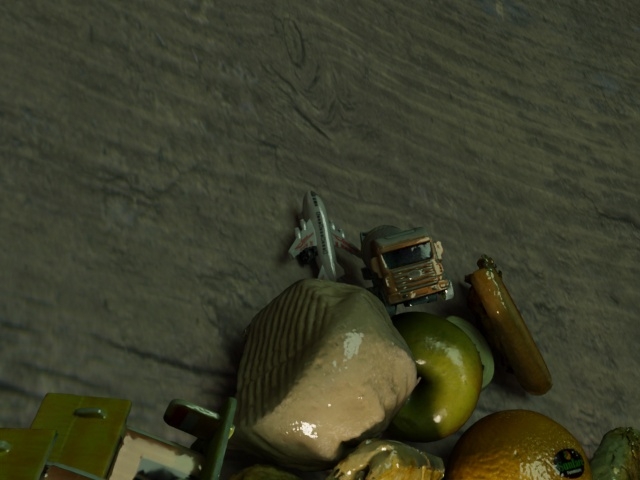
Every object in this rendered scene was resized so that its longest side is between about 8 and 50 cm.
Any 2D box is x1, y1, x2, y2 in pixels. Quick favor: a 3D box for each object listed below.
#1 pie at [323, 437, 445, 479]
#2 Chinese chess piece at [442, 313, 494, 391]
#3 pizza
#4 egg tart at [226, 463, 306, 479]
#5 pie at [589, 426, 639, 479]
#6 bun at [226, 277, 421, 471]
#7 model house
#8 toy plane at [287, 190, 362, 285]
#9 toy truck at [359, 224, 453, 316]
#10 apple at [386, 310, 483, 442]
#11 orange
[{"bbox_3d":[0.094,0.322,1.169,0.068,0.128,0.282,50,3,28],"label":"pie"},{"bbox_3d":[0.230,0.198,1.499,0.144,0.058,0.144,22,49,-27],"label":"Chinese chess piece"},{"bbox_3d":[0.318,0.137,1.580,0.289,0.081,0.228,57,13,-24],"label":"pizza"},{"bbox_3d":[-0.033,0.394,1.027,0.294,0.123,0.294,34,49,-51],"label":"egg tart"},{"bbox_3d":[0.514,0.467,1.471,0.371,0.078,0.296,-49,121,-50],"label":"pie"},{"bbox_3d":[0.010,0.186,1.174,0.205,0.282,0.281,36,43,-26],"label":"bun"},{"bbox_3d":[-0.258,0.236,0.849,0.324,0.340,0.300,23,46,-12],"label":"model house"},{"bbox_3d":[0.000,0.000,1.436,0.162,0.065,0.171,1,58,-42],"label":"toy plane"},{"bbox_3d":[0.112,0.038,1.336,0.108,0.256,0.140,-15,86,-6],"label":"toy truck"},{"bbox_3d":[0.151,0.202,1.339,0.196,0.196,0.157,53,6,3],"label":"apple"},{"bbox_3d":[0.296,0.364,1.324,0.236,0.236,0.236,22,49,-28],"label":"orange"}]
